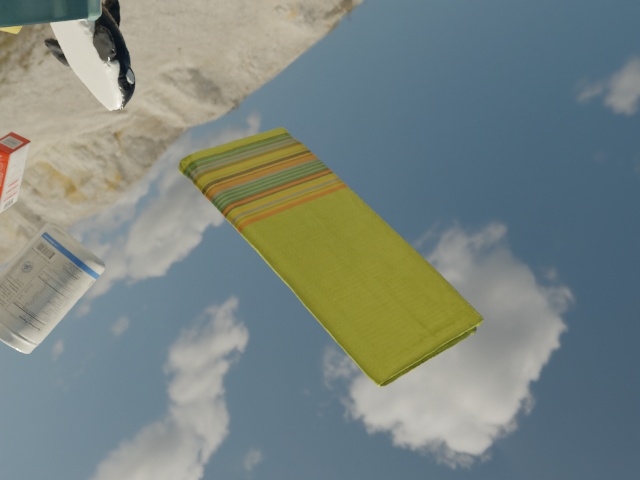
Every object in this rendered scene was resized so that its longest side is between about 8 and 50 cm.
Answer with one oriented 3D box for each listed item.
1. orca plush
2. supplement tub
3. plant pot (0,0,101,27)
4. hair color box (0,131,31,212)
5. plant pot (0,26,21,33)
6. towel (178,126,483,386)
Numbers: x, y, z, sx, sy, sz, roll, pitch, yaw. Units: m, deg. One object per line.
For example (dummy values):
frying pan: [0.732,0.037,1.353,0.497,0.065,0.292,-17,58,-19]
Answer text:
orca plush: [-0.358,-0.344,1.033,0.151,0.287,0.102,-19,-155,50]
supplement tub: [-0.260,0.042,0.635,0.107,0.071,0.071,-51,-153,-11]
plant pot: [-0.291,-0.279,0.576,0.293,0.196,0.293,-5,-160,2]
hair color box: [-0.590,-0.125,1.278,0.072,0.043,0.141,-69,-175,-61]
plant pot: [-0.443,-0.337,0.913,0.083,0.082,0.081,-10,163,-48]
towel: [0.000,0.000,0.492,0.102,0.021,0.237,-23,-125,-33]
